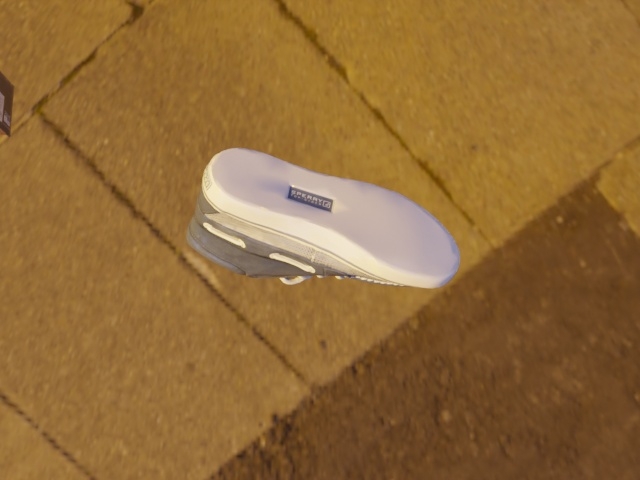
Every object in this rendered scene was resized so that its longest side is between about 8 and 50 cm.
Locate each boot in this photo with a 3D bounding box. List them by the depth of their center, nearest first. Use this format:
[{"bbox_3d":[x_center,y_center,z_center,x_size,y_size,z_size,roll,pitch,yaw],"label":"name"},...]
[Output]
[{"bbox_3d":[0.000,0.000,1.044,0.190,0.069,0.086,23,142,-4],"label":"boot"}]

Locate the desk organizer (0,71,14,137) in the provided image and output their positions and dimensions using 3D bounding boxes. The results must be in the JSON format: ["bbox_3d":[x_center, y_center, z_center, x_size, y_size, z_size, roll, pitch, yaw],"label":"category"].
[{"bbox_3d":[-0.292,-0.125,1.182,0.050,0.130,0.047,1,77,6],"label":"desk organizer"}]
